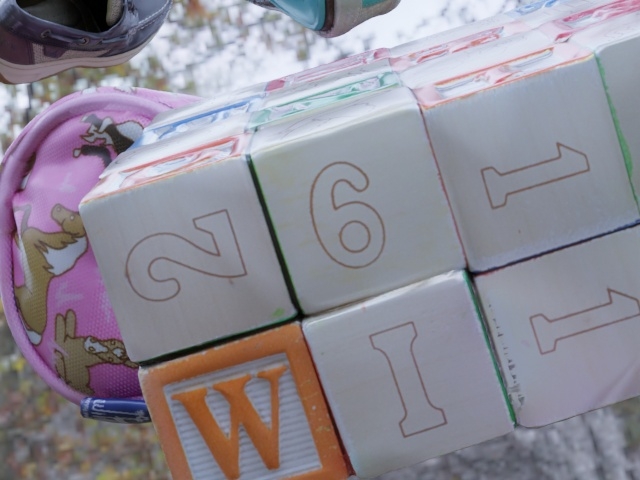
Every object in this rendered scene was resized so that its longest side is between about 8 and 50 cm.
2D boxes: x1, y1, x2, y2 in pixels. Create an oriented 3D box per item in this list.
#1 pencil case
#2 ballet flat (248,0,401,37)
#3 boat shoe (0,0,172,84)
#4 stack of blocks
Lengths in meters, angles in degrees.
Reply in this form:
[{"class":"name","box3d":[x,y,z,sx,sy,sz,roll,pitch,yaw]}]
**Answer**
[{"class":"pencil case","box3d":[0.000,0.000,0.795,0.160,0.167,0.386,-29,-12,27]},{"class":"ballet flat","box3d":[-0.015,-0.145,0.745,0.052,0.168,0.057,-18,-53,-24]},{"class":"boat shoe","box3d":[-0.123,-0.123,0.776,0.049,0.056,0.152,-35,2,38]},{"class":"stack of blocks","box3d":[0.095,-0.029,0.422,0.297,0.087,0.171,-17,11,3]}]
